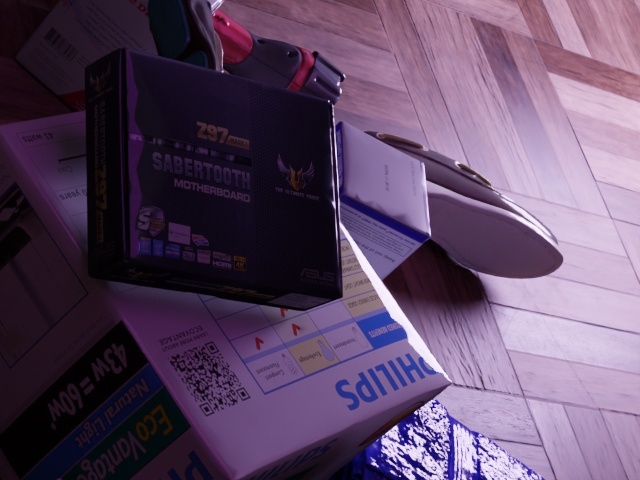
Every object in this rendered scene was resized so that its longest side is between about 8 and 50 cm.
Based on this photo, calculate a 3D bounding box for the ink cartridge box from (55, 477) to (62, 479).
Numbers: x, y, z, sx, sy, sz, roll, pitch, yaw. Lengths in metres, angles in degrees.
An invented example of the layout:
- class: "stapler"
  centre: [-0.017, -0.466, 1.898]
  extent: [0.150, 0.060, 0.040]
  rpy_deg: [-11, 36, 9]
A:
- class: "ink cartridge box"
  centre: [-0.214, 0.286, 1.500]
  extent: [0.143, 0.092, 0.090]
  rpy_deg: [50, 34, 2]

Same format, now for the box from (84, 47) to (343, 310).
- class: "box"
  centre: [-0.087, -0.047, 1.549]
  extent: [0.232, 0.059, 0.183]
  rpy_deg: [12, 67, -40]

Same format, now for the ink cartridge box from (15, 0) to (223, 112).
- class: "ink cartridge box"
  centre: [-0.206, -0.230, 1.952]
  extent: [0.128, 0.176, 0.127]
  rpy_deg: [42, 35, -7]

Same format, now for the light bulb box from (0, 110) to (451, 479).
- class: "light bulb box"
  centre: [-0.136, 0.077, 1.674]
  extent: [0.358, 0.225, 0.361]
  rpy_deg: [-17, 69, -54]

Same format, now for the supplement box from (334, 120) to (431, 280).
- class: "supplement box"
  centre: [0.000, 0.000, 1.902]
  extent: [0.114, 0.220, 0.111]
  rpy_deg: [26, 39, -25]

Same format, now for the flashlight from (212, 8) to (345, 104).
- class: "flashlight"
  centre: [-0.117, -0.236, 2.121]
  extent: [0.304, 0.103, 0.103]
  rpy_deg: [35, 39, -18]

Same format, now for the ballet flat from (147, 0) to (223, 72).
- class: "ballet flat"
  centre: [-0.111, -0.153, 1.683]
  extent: [0.068, 0.072, 0.213]
  rpy_deg: [31, 34, -39]

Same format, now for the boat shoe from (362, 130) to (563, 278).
- class: "boat shoe"
  centre: [0.164, -0.042, 2.218]
  extent: [0.305, 0.109, 0.091]
  rpy_deg: [23, 46, -25]

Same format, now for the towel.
- class: "towel"
  centre: [0.150, 0.266, 1.909]
  extent: [0.308, 0.076, 0.227]
  rpy_deg: [37, 34, -17]
